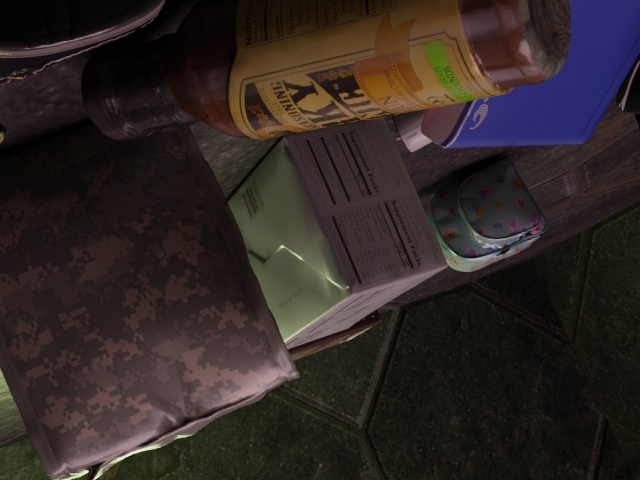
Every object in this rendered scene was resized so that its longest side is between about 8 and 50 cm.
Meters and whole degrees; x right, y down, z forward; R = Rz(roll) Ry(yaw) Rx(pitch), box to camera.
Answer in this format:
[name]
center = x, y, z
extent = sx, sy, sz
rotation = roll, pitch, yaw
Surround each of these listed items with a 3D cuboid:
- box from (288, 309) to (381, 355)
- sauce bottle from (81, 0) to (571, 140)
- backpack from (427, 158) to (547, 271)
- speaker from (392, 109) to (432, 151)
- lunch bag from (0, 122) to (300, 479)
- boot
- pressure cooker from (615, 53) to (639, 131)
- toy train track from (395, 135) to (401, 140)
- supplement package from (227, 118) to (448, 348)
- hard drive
[box]
center = -0.106, 0.115, 1.569
extent = 0.381, 0.191, 0.143
rotation = -16, 167, -35
[sauce bottle]
center = -0.012, -0.127, 0.635
extent = 0.344, 0.111, 0.111
rotation = -7, 179, 33
[backpack]
center = 0.282, -0.040, 1.662
extent = 0.188, 0.166, 0.144
rotation = -26, 168, -2
[speaker]
center = 0.157, -0.160, 1.141
extent = 0.136, 0.055, 0.055
rotation = -27, 168, 16
[lunch bag]
center = -0.176, 0.049, 0.860
extent = 0.235, 0.287, 0.169
rotation = -22, 169, -7
[boot]
center = -0.206, -0.112, 0.574
extent = 0.236, 0.085, 0.178
rotation = -15, 170, -8
[pressure cooker]
center = 0.592, -0.157, 1.134
extent = 0.375, 0.420, 0.370
rotation = -37, 133, 18
[toy train track]
center = 0.115, -0.148, 1.222
extent = 0.048, 0.014, 0.083
rotation = -18, 164, 11
[supplement package]
center = 0.000, 0.000, 1.188
extent = 0.145, 0.204, 0.262
rotation = -15, 166, -32
[hard drive]
center = 0.240, -0.191, 0.949
extent = 0.318, 0.040, 0.210
rotation = -9, 131, -52
